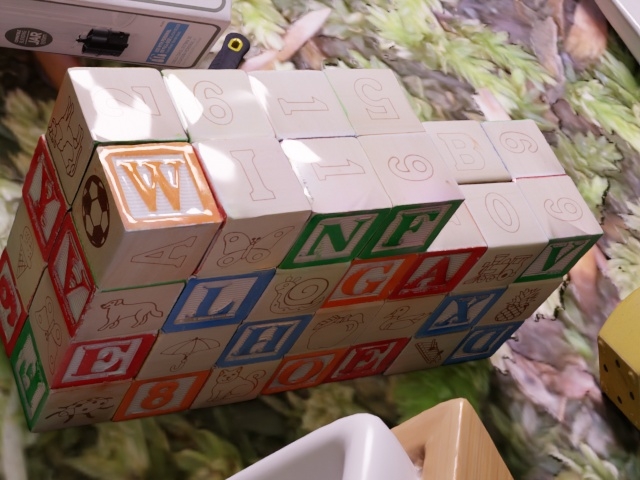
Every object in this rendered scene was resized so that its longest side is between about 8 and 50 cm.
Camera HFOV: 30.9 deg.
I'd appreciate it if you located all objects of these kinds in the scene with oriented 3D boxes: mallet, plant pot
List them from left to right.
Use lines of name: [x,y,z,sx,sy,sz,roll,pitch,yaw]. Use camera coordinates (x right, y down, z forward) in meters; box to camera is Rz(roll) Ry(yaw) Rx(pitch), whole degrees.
mallet: [-0.087,-0.082,0.725,0.062,0.039,0.189,20,41,-10]
plant pot: [0.219,0.074,0.715,0.083,0.081,0.081,-20,34,-11]

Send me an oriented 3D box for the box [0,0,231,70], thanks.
box: [-0.198,-0.203,0.662,0.290,0.087,0.169,6,78,-19]

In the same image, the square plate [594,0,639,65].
square plate: [0.414,-0.137,1.037,0.344,0.049,0.347,-5,56,-33]

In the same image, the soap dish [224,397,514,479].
soap dish: [-0.026,0.220,0.373,0.118,0.229,0.290,35,42,-22]

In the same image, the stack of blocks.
stack of blocks: [0.000,0.000,0.602,0.297,0.171,0.087,-5,56,-33]
